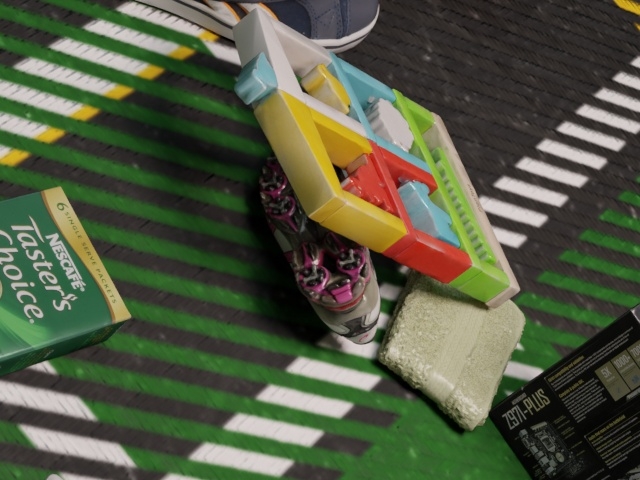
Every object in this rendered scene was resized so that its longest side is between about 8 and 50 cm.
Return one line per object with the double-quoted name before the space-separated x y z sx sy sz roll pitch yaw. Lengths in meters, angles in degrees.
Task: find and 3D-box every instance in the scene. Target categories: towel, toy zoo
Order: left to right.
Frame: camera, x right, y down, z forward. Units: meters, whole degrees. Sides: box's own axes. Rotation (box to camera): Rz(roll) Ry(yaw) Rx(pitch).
"toy zoo" 0.032 -0.067 1.456 0.293 0.030 0.192 25 35 -48
"towel" 0.106 0.073 1.502 0.110 0.027 0.148 39 44 -9

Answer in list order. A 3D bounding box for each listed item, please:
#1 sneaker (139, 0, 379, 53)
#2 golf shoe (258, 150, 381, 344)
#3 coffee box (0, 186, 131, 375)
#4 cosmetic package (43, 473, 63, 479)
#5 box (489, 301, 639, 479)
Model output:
"sneaker" -0.063 -0.241 1.524 0.321 0.127 0.126 10 53 -35
"golf shoe" 0.000 0.000 1.455 0.086 0.067 0.186 66 6 -49
"coffee box" -0.225 0.034 1.254 0.184 0.040 0.113 -16 71 -44
"cosmetic package" -0.115 0.258 1.127 0.231 0.117 0.085 39 42 -8
"box" 0.242 0.139 1.450 0.077 0.180 0.147 -27 78 -45
